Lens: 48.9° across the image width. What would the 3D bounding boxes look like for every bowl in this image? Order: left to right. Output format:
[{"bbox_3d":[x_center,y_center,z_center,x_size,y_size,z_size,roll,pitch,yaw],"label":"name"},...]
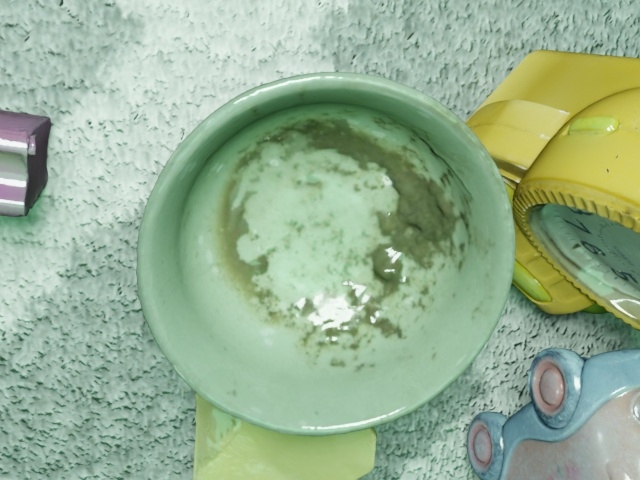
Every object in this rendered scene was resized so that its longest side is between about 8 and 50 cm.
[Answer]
[{"bbox_3d":[0.000,0.000,0.589,0.289,0.146,0.290,-2,108,-6],"label":"bowl"}]

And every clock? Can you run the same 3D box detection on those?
[{"bbox_3d":[0.258,-0.028,0.559,0.244,0.317,0.200,38,88,-19],"label":"clock"}]

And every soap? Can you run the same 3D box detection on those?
[{"bbox_3d":[-0.311,-0.070,0.518,0.203,0.122,0.066,7,104,-16],"label":"soap"}]

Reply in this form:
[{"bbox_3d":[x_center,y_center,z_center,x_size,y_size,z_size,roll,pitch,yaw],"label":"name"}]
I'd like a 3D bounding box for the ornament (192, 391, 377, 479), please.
[{"bbox_3d":[-0.059,0.205,0.688,0.201,0.059,0.180,-43,107,3],"label":"ornament"}]

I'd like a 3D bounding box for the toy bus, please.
[{"bbox_3d":[0.284,0.240,0.650,0.197,0.232,0.294,6,141,-17],"label":"toy bus"}]
